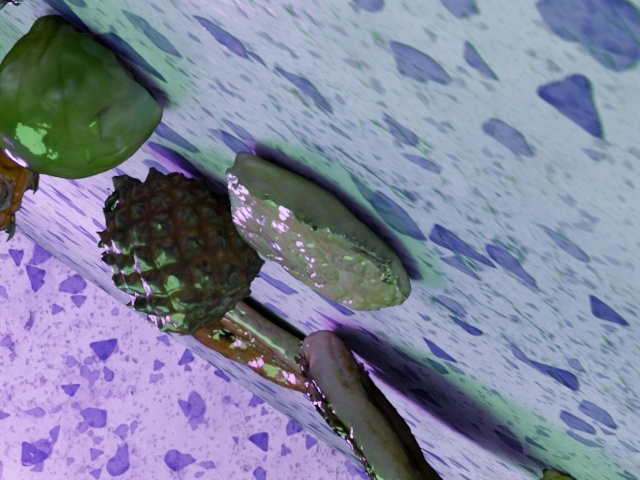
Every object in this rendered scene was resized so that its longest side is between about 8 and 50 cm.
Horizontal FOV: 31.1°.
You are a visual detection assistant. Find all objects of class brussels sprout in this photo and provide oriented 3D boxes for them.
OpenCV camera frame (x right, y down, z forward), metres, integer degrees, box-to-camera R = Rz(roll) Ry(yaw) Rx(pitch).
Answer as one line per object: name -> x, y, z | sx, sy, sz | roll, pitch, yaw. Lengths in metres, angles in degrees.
brussels sprout -> -0.226, -0.111, 1.020 | 0.149, 0.122, 0.151 | 31, 166, 28

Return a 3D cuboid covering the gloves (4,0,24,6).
gloves -> -0.249, -0.222, 0.786 | 0.114, 0.070, 0.153 | 31, 169, 16

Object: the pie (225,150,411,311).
pie -> -0.002, 0.003, 1.026 | 0.185, 0.052, 0.218 | 34, 166, 11

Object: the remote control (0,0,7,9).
remote control -> -0.393, -0.292, 0.992 | 0.285, 0.038, 0.123 | 38, 169, -23

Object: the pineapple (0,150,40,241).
pineapple -> -0.539, -0.099, 1.458 | 0.352, 0.300, 0.352 | 32, 167, 9

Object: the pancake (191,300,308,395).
pancake -> -0.113, 0.155, 1.842 | 0.356, 0.065, 0.356 | 30, 165, 9

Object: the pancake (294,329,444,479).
pancake -> 0.091, 0.266, 1.478 | 0.382, 0.071, 0.382 | 54, -178, -3

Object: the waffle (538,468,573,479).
waffle -> 0.309, 0.404, 1.457 | 0.055, 0.160, 0.211 | 16, 158, 45

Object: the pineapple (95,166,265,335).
pineapple -> -0.158, 0.000, 1.211 | 0.193, 0.166, 0.166 | 49, 170, 11
